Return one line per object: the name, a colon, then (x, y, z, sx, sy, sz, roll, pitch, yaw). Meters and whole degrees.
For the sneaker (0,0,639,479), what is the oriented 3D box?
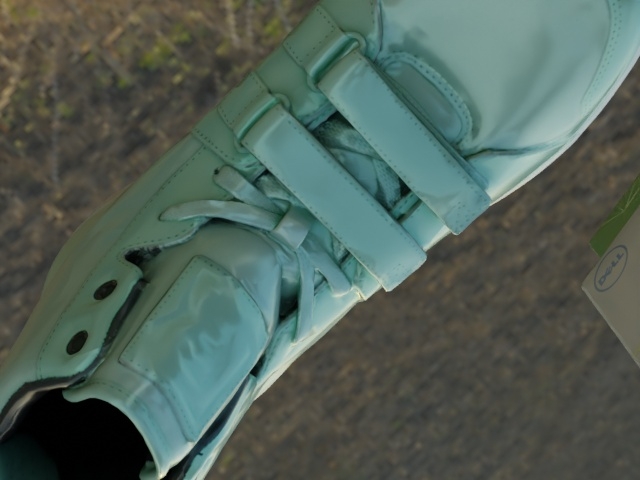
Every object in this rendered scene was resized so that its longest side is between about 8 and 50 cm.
sneaker: (0.000, 0.001, 0.479, 0.256, 0.094, 0.151, -38, -161, 29)

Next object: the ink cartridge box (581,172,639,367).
ink cartridge box: (0.200, -0.031, 0.814, 0.056, 0.235, 0.171, 29, 105, -20)
